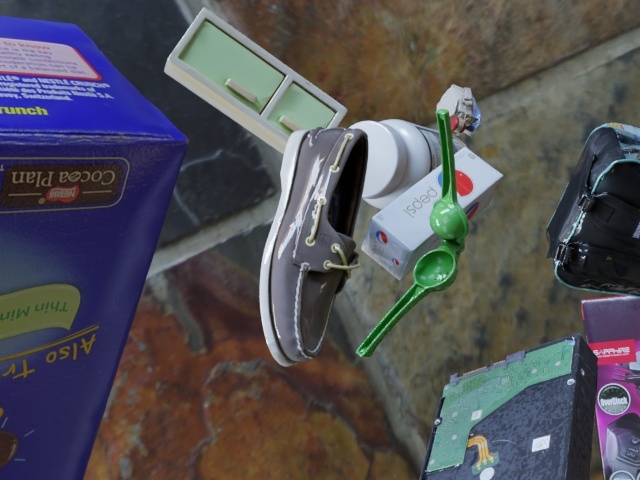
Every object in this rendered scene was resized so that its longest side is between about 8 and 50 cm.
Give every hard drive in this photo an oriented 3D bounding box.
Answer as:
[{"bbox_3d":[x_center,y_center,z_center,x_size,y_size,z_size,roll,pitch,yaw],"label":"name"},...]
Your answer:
[{"bbox_3d":[0.246,0.289,1.167,0.237,0.339,0.064,-26,115,34],"label":"hard drive"}]

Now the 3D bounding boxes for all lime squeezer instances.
[{"bbox_3d":[0.130,-0.003,1.068,0.110,0.059,0.310,12,103,-26],"label":"lime squeezer"}]

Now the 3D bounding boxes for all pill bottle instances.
[{"bbox_3d":[0.153,-0.132,1.580,0.162,0.278,0.162,-2,87,36],"label":"pill bottle"}]

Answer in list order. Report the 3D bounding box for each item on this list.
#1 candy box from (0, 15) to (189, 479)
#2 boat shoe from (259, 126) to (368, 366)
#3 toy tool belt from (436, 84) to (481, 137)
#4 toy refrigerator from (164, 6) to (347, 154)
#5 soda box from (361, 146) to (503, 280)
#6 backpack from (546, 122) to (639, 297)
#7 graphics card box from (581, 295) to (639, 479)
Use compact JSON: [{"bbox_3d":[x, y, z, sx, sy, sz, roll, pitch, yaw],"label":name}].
[{"bbox_3d":[-0.233,0.064,0.358,0.122,0.268,0.317,45,125,37],"label":"candy box"},{"bbox_3d":[0.000,0.000,1.110,0.097,0.116,0.324,-4,63,25],"label":"boat shoe"},{"bbox_3d":[0.176,-0.151,1.064,0.051,0.083,0.052,24,127,-21],"label":"toy tool belt"},{"bbox_3d":[-0.100,-0.234,1.359,0.270,0.094,0.102,35,81,-11],"label":"toy refrigerator"},{"bbox_3d":[0.155,-0.040,1.196,0.074,0.216,0.069,40,144,18],"label":"soda box"},{"bbox_3d":[0.340,-0.025,0.886,0.189,0.144,0.165,15,123,2],"label":"backpack"},{"bbox_3d":[0.609,0.277,1.569,0.233,0.094,0.370,-7,76,19],"label":"graphics card box"}]
